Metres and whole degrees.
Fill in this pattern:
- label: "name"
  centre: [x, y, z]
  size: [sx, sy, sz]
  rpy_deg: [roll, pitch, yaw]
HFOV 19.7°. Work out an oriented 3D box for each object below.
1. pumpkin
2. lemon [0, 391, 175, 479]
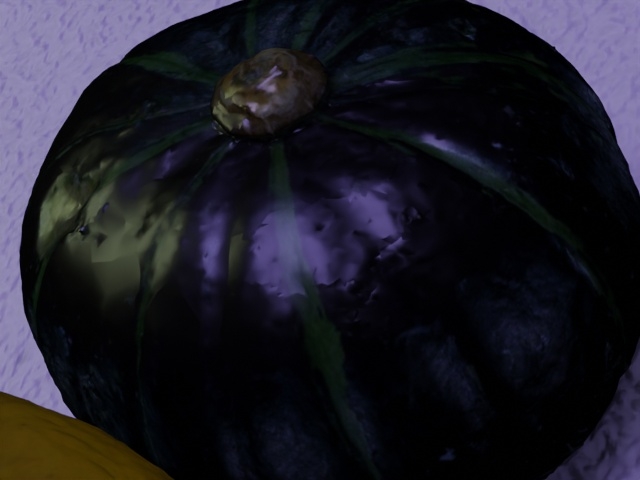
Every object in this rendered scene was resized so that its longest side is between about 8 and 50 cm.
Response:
- label: "pumpkin"
  centre: [0.000, 0.000, 0.886]
  size: [0.315, 0.238, 0.315]
  rpy_deg: [-12, 41, 11]
- label: "lemon"
  centre: [-0.157, 0.189, 0.759]
  size: [0.316, 0.285, 0.285]
  rpy_deg: [35, 71, 27]
